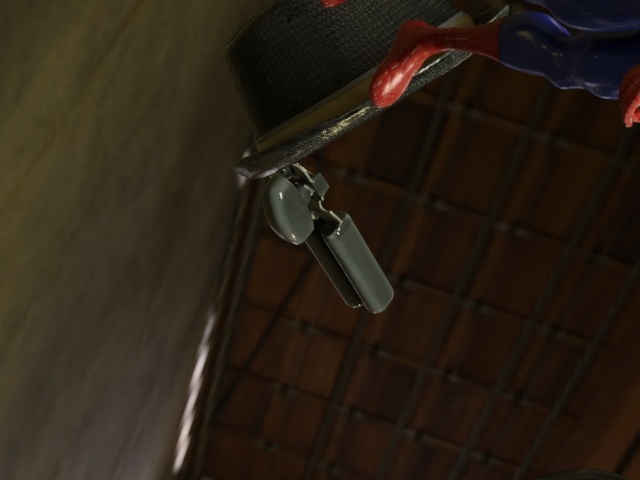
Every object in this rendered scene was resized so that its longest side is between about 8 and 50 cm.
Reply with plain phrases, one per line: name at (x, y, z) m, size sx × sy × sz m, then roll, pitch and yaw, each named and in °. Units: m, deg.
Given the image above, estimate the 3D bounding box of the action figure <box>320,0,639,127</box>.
action figure at (0.113, -0.050, 0.469) m, size 0.139 × 0.280 × 0.091 m, roll -59°, pitch 136°, yaw -28°

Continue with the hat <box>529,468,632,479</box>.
hat at (0.325, 0.450, 1.733) m, size 0.134 × 0.331 × 0.331 m, roll -38°, pitch 147°, yaw -86°

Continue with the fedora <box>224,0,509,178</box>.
fedora at (0.023, -0.203, 1.346) m, size 0.334 × 0.152 × 0.334 m, roll -31°, pitch -172°, yaw 5°

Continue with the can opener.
can opener at (0.000, 0.000, 1.610) m, size 0.093 × 0.074 × 0.280 m, roll -56°, pitch 135°, yaw -20°
